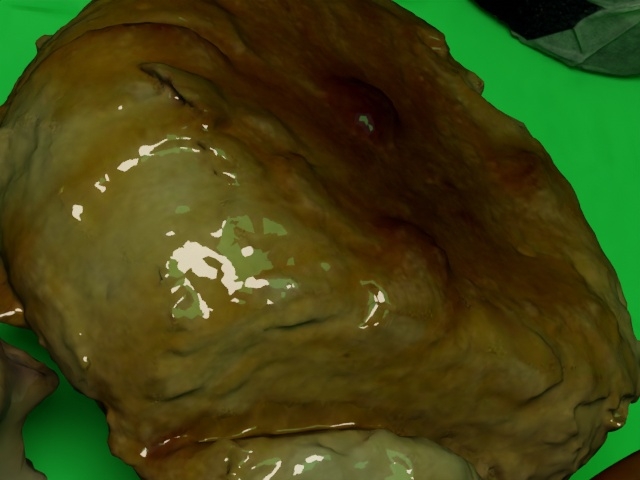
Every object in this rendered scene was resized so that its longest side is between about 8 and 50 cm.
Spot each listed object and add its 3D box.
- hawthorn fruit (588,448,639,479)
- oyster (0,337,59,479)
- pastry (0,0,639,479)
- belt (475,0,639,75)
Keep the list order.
[{"bbox_3d":[0.118,0.153,0.577,0.248,0.208,0.208,9,61,-34],"label":"hawthorn fruit"},{"bbox_3d":[-0.064,0.157,0.503,0.198,0.133,0.337,-17,51,-6],"label":"oyster"},{"bbox_3d":[0.000,0.000,0.628,0.218,0.100,0.229,30,29,-17],"label":"pastry"},{"bbox_3d":[0.109,-0.155,0.825,0.198,0.078,0.151,39,49,-11],"label":"belt"}]
